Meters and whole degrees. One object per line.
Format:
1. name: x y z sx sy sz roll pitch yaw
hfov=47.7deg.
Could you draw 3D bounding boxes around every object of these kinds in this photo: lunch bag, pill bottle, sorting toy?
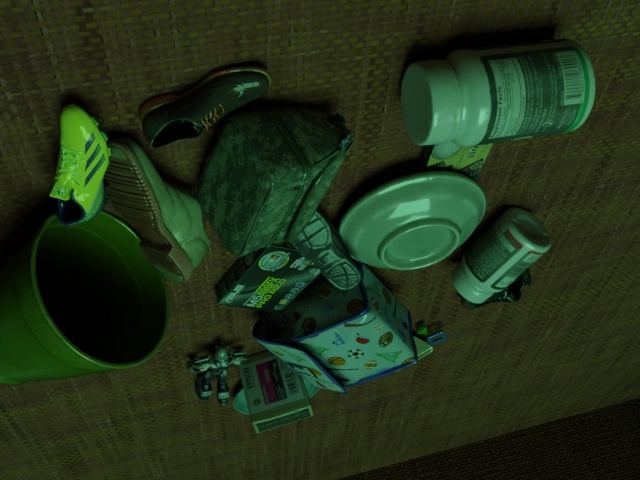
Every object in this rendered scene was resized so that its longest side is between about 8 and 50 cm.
1. lunch bag: -0.088 -0.136 1.550 0.256 0.212 0.305 -21 154 -37
2. pill bottle: 0.521 0.049 2.125 0.161 0.161 0.283 8 137 -34
3. sorting toy: 0.277 0.386 2.571 0.348 0.047 0.196 -34 138 20
4. pill bottle: 0.367 -0.308 1.528 0.361 0.204 0.204 -9 144 -14
5. lunch bag: 0.041 0.284 2.132 0.386 0.238 0.328 -24 133 21

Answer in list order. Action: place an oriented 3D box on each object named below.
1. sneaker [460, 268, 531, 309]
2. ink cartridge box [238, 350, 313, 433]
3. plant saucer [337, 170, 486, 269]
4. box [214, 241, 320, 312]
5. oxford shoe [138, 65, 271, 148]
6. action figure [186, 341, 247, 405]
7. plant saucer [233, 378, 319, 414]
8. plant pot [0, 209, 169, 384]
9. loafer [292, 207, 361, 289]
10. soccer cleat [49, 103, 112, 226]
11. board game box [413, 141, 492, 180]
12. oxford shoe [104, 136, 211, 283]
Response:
1. sneaker: 0.564 0.158 2.319 0.098 0.135 0.276 14 135 -41
2. ink cartridge box: -0.147 0.469 2.311 0.193 0.234 0.088 -17 145 -6
3. plant saucer: 0.247 -0.019 1.886 0.401 0.100 0.400 -9 148 -6
4. box: -0.127 0.089 1.954 0.216 0.060 0.270 12 134 -38
5. oxford shoe: -0.217 -0.252 1.410 0.272 0.098 0.097 -23 145 5
6. action figure: -0.328 0.404 2.264 0.186 0.099 0.285 2 137 -17
7. plant saucer: -0.154 0.522 2.549 0.318 0.043 0.317 -13 144 -10
8. plant pot: -0.593 0.160 1.615 0.353 0.366 0.366 -25 146 27
9. loafer: 0.000 0.000 1.846 0.109 0.095 0.302 -29 120 14
10. soccer cleat: -0.477 -0.136 1.414 0.121 0.093 0.289 -43 160 -36
11. board game box: 0.324 -0.186 1.812 0.165 0.042 0.243 -7 144 -16
12. oxford shoe: -0.352 -0.084 1.583 0.146 0.141 0.396 -52 147 -31
